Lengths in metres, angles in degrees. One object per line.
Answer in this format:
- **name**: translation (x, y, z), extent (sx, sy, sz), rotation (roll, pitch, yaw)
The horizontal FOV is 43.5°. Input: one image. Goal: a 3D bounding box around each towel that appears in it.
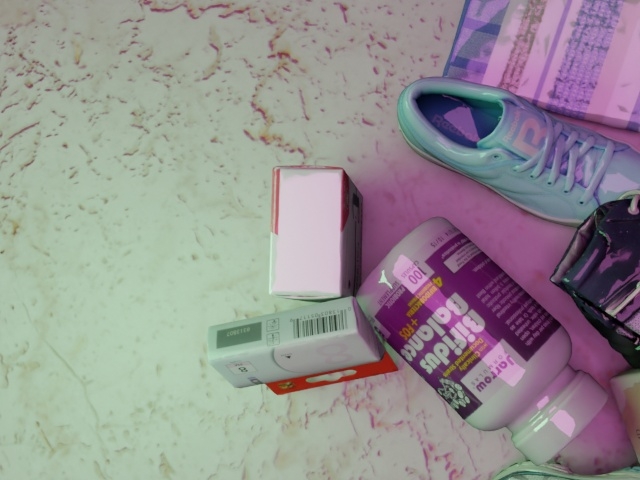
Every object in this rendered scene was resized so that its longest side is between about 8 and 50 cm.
- **towel**: translation (0.327, -0.275, 1.077), extent (0.285, 0.034, 0.209), rotation (18, 92, 17)

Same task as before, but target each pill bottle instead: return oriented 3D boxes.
- **pill bottle**: translation (0.200, 0.126, 0.999), extent (0.301, 0.169, 0.169), rotation (44, 96, 14)

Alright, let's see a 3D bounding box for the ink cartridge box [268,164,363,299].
- **ink cartridge box**: translation (0.000, 0.000, 1.037), extent (0.092, 0.218, 0.158), rotation (1, 85, 8)

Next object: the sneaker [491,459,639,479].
- **sneaker**: translation (0.281, 0.326, 0.945), extent (0.283, 0.122, 0.110), rotation (-23, 83, 41)

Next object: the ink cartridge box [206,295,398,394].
- **ink cartridge box**: translation (-0.011, 0.160, 1.016), extent (0.189, 0.232, 0.066), rotation (-13, 51, 13)

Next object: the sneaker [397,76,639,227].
- **sneaker**: translation (0.260, -0.110, 1.016), extent (0.366, 0.150, 0.135), rotation (19, 90, 14)

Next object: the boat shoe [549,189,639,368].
- **boat shoe**: translation (0.419, -0.027, 0.938), extent (0.158, 0.127, 0.340), rotation (38, 86, 1)

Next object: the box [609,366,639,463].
- **box**: translation (0.480, 0.177, 0.852), extent (0.121, 0.311, 0.148), rotation (-14, 79, -28)
